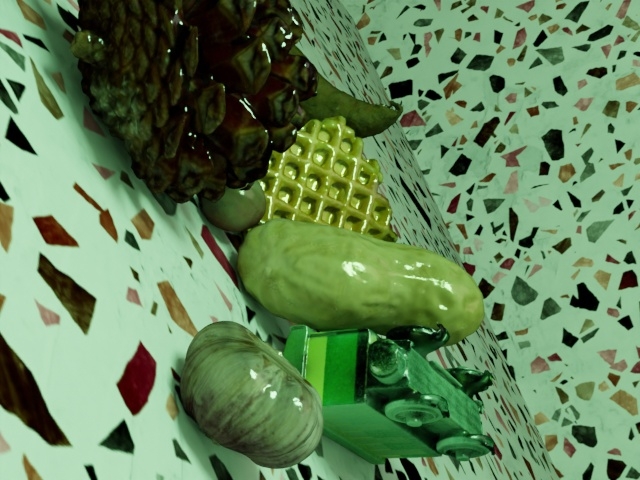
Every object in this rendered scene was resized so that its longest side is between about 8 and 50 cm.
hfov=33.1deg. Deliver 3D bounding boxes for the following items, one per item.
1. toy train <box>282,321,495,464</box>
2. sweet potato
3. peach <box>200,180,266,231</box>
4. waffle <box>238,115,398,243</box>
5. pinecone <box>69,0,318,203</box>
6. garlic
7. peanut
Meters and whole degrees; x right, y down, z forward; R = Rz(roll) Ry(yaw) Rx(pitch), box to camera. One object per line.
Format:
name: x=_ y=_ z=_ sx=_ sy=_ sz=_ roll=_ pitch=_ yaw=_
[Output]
toy train: x=0.092 y=0.193 z=1.324 sx=0.301 sy=0.202 sz=0.120 roll=43 pitch=47 yaw=-53
sweet potato: x=-0.050 y=-0.239 z=1.629 sx=0.423 sy=0.130 sz=0.130 roll=37 pitch=-3 yaw=36
peach: x=-0.107 y=-0.048 z=1.338 sx=0.083 sy=0.083 sz=0.083 roll=55 pitch=14 yaw=-22
waffle: x=-0.011 y=-0.049 z=1.461 sx=0.254 sy=0.052 sz=0.245 roll=-23 pitch=90 yaw=-33
pinecone: x=-0.133 y=-0.189 z=1.181 sx=0.296 sy=0.242 sz=0.298 roll=19 pitch=53 yaw=-63
garlic: x=-0.069 y=0.151 z=1.021 sx=0.159 sy=0.102 sz=0.147 roll=41 pitch=5 yaw=28
peanut: x=0.051 y=0.059 z=1.332 sx=0.319 sy=0.147 sz=0.147 roll=16 pitch=23 yaw=-6
